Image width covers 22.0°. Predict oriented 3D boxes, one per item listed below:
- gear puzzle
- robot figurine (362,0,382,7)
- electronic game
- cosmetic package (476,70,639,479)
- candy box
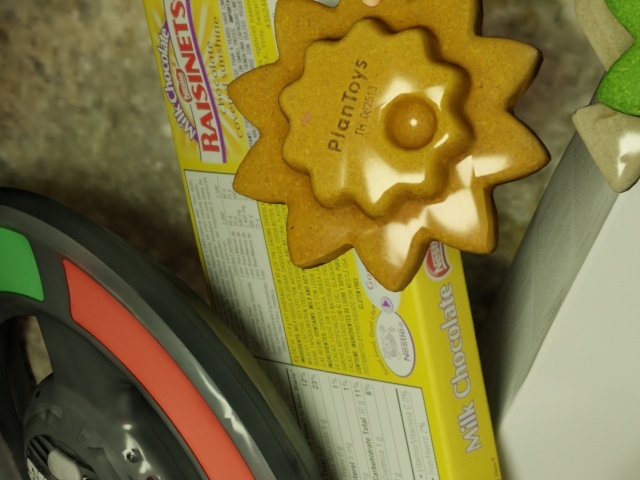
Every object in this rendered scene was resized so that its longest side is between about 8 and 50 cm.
[{"bbox_3d":[0.113,-0.101,0.384,0.339,0.044,0.175,-30,77,16],"label":"gear puzzle"},{"bbox_3d":[0.028,-0.164,0.337,0.128,0.219,0.158,27,153,-32],"label":"robot figurine"},{"bbox_3d":[-0.071,0.086,0.579,0.229,0.048,0.229,32,139,33],"label":"electronic game"},{"bbox_3d":[0.101,0.010,0.521,0.060,0.099,0.239,18,127,-4],"label":"cosmetic package"},{"bbox_3d":[0.000,0.000,0.512,0.105,0.027,0.205,8,115,50],"label":"candy box"}]
